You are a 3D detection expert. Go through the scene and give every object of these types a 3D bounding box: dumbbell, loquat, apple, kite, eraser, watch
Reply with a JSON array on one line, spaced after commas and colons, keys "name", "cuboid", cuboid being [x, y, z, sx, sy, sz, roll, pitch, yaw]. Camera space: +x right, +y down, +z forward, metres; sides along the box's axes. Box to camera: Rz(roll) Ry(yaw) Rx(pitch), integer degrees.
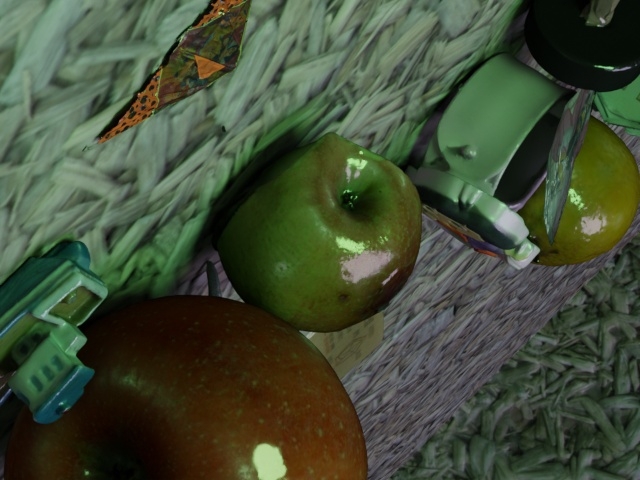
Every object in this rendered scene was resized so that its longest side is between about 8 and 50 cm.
[{"name": "dumbbell", "cuboid": [0.324, -0.283, 1.515, 0.152, 0.152, 0.218, -37, 161, -27]}, {"name": "loquat", "cuboid": [0.317, -0.066, 1.873, 0.244, 0.244, 0.244, -41, 162, -16]}, {"name": "apple", "cuboid": [0.000, 0.000, 1.362, 0.207, 0.174, 0.188, 7, 165, -15]}, {"name": "kite", "cuboid": [-0.091, -0.147, 1.098, 0.222, 0.008, 0.125, -49, 165, 11]}, {"name": "eraser", "cuboid": [0.005, 0.098, 1.762, 0.144, 0.078, 0.343, -42, 162, -14]}, {"name": "kite", "cuboid": [0.330, -0.171, 1.682, 0.204, 0.022, 0.360, 78, 35, -55]}, {"name": "apple", "cuboid": [-0.127, 0.220, 1.296, 0.348, 0.348, 0.277, -50, 160, 14]}, {"name": "watch", "cuboid": [0.222, -0.101, 1.651, 0.231, 0.196, 0.244, -53, 162, -1]}]

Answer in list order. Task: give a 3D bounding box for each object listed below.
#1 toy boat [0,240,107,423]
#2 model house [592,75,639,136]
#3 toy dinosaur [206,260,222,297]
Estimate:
[{"name": "toy boat", "cuboid": [-0.248, 0.105, 1.137, 0.215, 0.102, 0.088, -45, 161, -1]}, {"name": "model house", "cuboid": [0.491, -0.248, 1.914, 0.215, 0.198, 0.224, -58, 160, 18]}, {"name": "toy dinosaur", "cuboid": [-0.137, 0.198, 1.519, 0.092, 0.205, 0.393, -57, 156, -46]}]
